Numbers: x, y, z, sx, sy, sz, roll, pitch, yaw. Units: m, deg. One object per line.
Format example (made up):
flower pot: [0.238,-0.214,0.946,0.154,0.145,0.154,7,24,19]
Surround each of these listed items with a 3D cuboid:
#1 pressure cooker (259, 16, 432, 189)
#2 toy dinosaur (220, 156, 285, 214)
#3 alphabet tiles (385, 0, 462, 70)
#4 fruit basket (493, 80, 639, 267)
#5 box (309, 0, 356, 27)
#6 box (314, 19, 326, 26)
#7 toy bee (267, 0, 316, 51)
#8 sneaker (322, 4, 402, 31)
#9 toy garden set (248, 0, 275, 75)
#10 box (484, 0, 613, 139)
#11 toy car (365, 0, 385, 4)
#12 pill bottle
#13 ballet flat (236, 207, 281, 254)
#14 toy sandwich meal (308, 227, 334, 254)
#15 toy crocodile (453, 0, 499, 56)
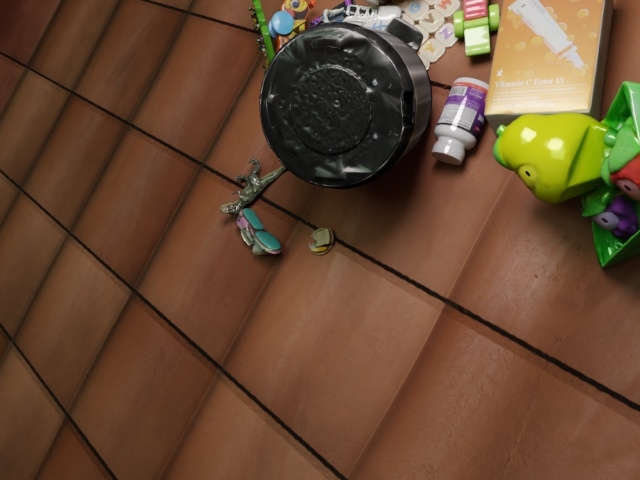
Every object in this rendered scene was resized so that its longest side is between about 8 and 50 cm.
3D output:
pressure cooker: [0.083,-0.332,1.293,0.370,0.420,0.375,-8,105,23]
toy dinosaur: [-0.209,-0.186,1.629,0.268,0.064,0.118,-39,60,9]
alphabet tiles: [0.255,-0.597,1.490,0.284,0.021,0.278,-43,58,14]
fruit basket: [0.519,-0.118,0.976,0.392,0.392,0.283,-9,71,29]
box: [0.046,-0.673,1.636,0.162,0.029,0.116,-21,65,23]
box: [-0.013,-0.537,1.559,0.180,0.147,0.077,-35,60,19]
toy bee: [-0.083,-0.688,1.628,0.162,0.298,0.195,-16,35,-10]
sneaker: [0.117,-0.648,1.521,0.237,0.086,0.085,1,74,22]
toy garden set: [-0.189,-0.645,1.679,0.049,0.204,0.244,-15,57,-1]
box: [0.521,-0.408,1.182,0.215,0.168,0.345,5,78,33]
toy car: [0.197,-0.741,1.450,0.159,0.182,0.136,-7,113,24]
pill bottle: [0.346,-0.290,1.290,0.108,0.108,0.193,21,88,34]
ballet flat: [-0.189,-0.009,1.561,0.221,0.077,0.079,48,120,37]
toy sandwich meal: [0.000,0.000,1.460,0.085,0.029,0.085,-10,71,29]
toy crocodile: [0.405,-0.633,1.348,0.115,0.105,0.340,2,77,21]
